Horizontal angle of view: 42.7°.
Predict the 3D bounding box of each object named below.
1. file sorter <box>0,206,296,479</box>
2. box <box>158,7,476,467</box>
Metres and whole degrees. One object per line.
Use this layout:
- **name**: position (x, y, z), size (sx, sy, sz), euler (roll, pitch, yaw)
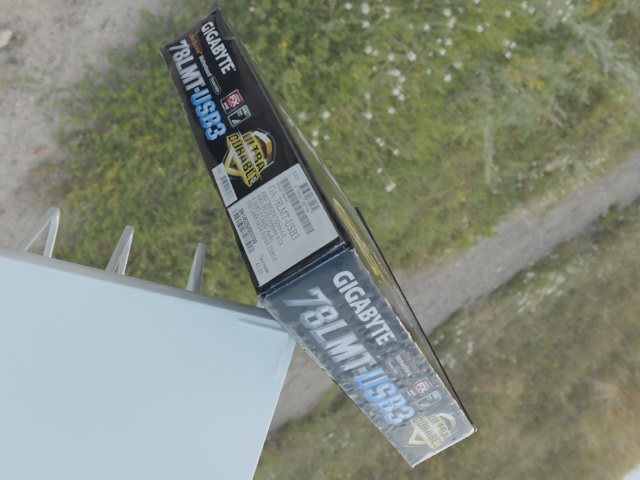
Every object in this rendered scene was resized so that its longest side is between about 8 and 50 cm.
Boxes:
- **file sorter**: position (-0.181, 0.086, 0.655), size (0.277, 0.173, 0.193), euler (14, 108, -10)
- **box**: position (0.000, 0.000, 0.673), size (0.073, 0.293, 0.295), euler (-30, 137, 6)
